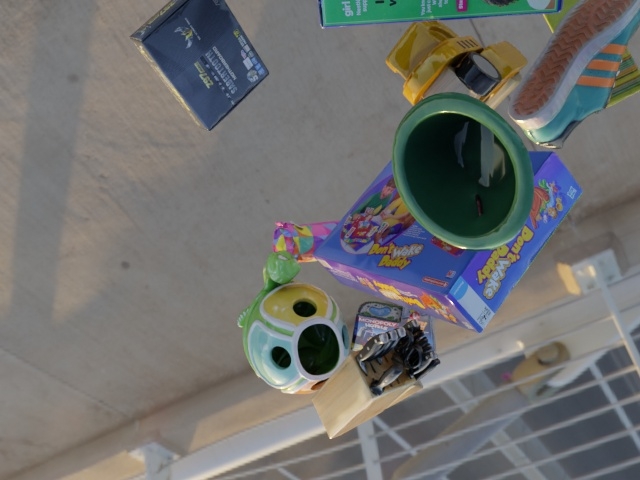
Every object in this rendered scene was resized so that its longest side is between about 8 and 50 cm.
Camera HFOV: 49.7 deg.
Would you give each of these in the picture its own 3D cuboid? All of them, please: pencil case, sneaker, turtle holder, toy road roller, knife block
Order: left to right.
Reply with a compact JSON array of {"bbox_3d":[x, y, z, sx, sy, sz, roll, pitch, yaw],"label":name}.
[{"bbox_3d":[-0.041,0.193,1.574,0.244,0.227,0.320,11,89,-22],"label":"turtle holder"},{"bbox_3d":[0.000,0.000,1.649,0.236,0.104,0.104,-3,140,-36],"label":"pencil case"},{"bbox_3d":[0.079,0.242,1.203,0.276,0.088,0.242,-32,156,11],"label":"knife block"},{"bbox_3d":[0.306,-0.399,1.613,0.240,0.330,0.202,49,127,10],"label":"toy road roller"},{"bbox_3d":[0.432,-0.284,1.119,0.121,0.108,0.302,35,95,-38],"label":"sneaker"}]

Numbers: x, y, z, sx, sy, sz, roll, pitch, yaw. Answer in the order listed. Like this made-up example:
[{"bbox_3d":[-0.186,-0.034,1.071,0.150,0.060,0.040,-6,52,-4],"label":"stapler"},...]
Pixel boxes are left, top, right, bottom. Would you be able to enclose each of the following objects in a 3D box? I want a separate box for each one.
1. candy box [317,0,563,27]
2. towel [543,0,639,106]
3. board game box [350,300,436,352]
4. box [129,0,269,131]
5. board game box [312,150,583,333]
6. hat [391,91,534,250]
[{"bbox_3d":[0.161,-0.393,0.991,0.317,0.268,0.122,-3,117,8],"label":"candy box"},{"bbox_3d":[0.502,-0.364,1.281,0.102,0.021,0.237,-28,89,19],"label":"towel"},{"bbox_3d":[0.173,0.182,1.499,0.194,0.060,0.194,11,138,4],"label":"board game box"},{"bbox_3d":[-0.227,-0.357,1.343,0.183,0.059,0.232,-46,132,-13],"label":"box"},{"bbox_3d":[0.160,-0.019,0.985,0.078,0.347,0.233,45,76,-25],"label":"board game box"},{"bbox_3d":[0.199,-0.104,0.806,0.184,0.208,0.173,-23,143,-40],"label":"hat"}]
